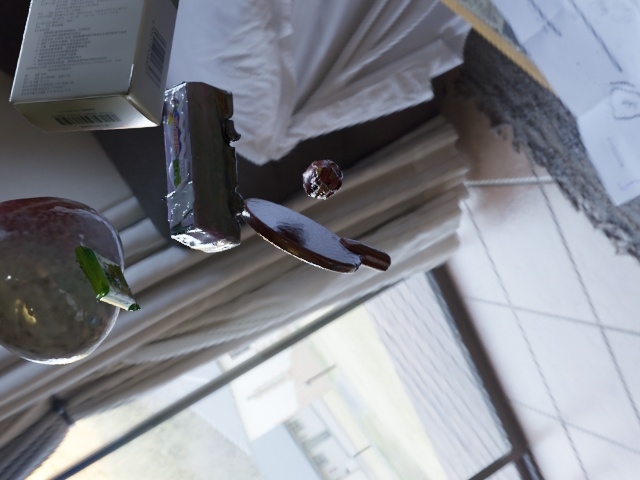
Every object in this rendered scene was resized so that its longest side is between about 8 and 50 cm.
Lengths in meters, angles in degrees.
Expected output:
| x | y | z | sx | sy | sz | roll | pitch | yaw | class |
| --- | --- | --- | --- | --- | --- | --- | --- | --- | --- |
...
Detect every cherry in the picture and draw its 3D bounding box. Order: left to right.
| x | y | z | sx | sy | sz | roll | pitch | yaw | class |
| --- | --- | --- | --- | --- | --- | --- | --- | --- | --- |
| -0.537 | 0.079 | 1.532 | 0.291 | 0.335 | 0.326 | -21 | 81 | 39 | cherry |

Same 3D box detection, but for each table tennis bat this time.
| x | y | z | sx | sy | sz | roll | pitch | yaw | class |
| --- | --- | --- | --- | --- | --- | --- | --- | --- | --- |
| 0.000 | 0.000 | 1.764 | 0.414 | 0.051 | 0.268 | 18 | -162 | -40 | table tennis bat |

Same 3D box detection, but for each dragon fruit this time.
| x | y | z | sx | sy | sz | roll | pitch | yaw | class |
| --- | --- | --- | --- | --- | --- | --- | --- | --- | --- |
| -0.002 | -0.134 | 1.842 | 0.094 | 0.094 | 0.190 | 64 | -161 | -12 | dragon fruit |

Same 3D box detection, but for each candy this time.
| x | y | z | sx | sy | sz | roll | pitch | yaw | class |
| --- | --- | --- | --- | --- | --- | --- | --- | --- | --- |
| -0.358 | 0.067 | 1.352 | 0.102 | 0.032 | 0.178 | 63 | 179 | 12 | candy |

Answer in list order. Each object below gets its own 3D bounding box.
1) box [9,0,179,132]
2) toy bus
| x | y | z | sx | sy | sz | roll | pitch | yaw | class |
| --- | --- | --- | --- | --- | --- | --- | --- | --- | --- |
| -0.335 | -0.321 | 1.217 | 0.106 | 0.200 | 0.299 | 54 | -142 | -65 | box |
| -0.227 | -0.141 | 1.521 | 0.112 | 0.138 | 0.317 | -17 | 72 | 34 | toy bus |
